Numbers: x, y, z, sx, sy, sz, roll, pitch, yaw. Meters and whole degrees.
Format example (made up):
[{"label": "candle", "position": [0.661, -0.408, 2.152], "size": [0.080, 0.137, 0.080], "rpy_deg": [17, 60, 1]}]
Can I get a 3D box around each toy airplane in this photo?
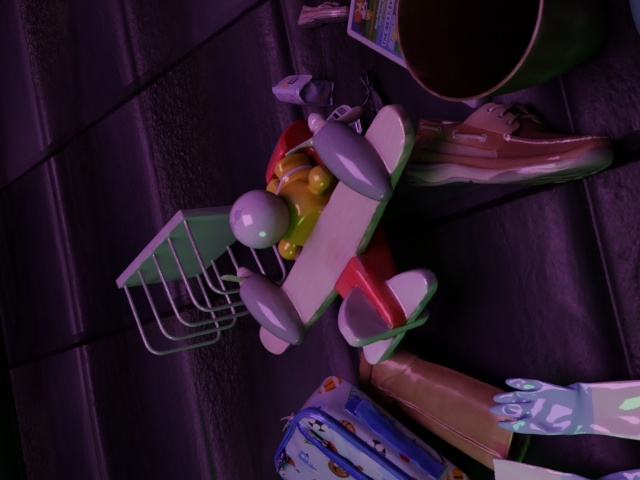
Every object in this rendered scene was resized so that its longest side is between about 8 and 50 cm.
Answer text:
[{"label": "toy airplane", "position": [0.000, 0.000, 1.318], "size": [0.384, 0.273, 0.385], "rpy_deg": [8, 91, 63]}]

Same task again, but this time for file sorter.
[{"label": "file sorter", "position": [-0.220, 0.075, 1.703], "size": [0.278, 0.193, 0.173], "rpy_deg": [-41, 66, 42]}]

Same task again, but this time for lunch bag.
[{"label": "lunch bag", "position": [-0.029, -0.256, 1.533], "size": [0.071, 0.083, 0.053], "rpy_deg": [13, 104, 48]}, {"label": "lunch bag", "position": [0.071, 0.351, 1.367], "size": [0.303, 0.115, 0.243], "rpy_deg": [36, 141, 9]}]

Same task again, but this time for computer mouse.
[{"label": "computer mouse", "position": [0.040, -0.188, 1.497], "size": [0.193, 0.042, 0.106], "rpy_deg": [-39, 70, 37]}]

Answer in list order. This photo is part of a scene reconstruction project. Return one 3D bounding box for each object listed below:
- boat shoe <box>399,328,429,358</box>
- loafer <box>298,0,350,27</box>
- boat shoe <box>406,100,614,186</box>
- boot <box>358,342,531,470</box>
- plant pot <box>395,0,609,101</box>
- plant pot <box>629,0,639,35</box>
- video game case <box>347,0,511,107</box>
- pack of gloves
[{"label": "boat shoe", "position": [0.122, 0.138, 1.437], "size": [0.142, 0.049, 0.040], "rpy_deg": [49, 122, 25]}, {"label": "loafer", "position": [0.006, -0.387, 1.513], "size": [0.125, 0.045, 0.039], "rpy_deg": [4, 90, 51]}, {"label": "boat shoe", "position": [0.241, -0.133, 1.221], "size": [0.325, 0.123, 0.116], "rpy_deg": [2, 93, 46]}, {"label": "boot", "position": [0.176, 0.280, 1.353], "size": [0.270, 0.089, 0.236], "rpy_deg": [25, 133, 33]}, {"label": "plant pot", "position": [0.250, -0.278, 1.110], "size": [0.215, 0.231, 0.215], "rpy_deg": [8, 100, 48]}, {"label": "plant pot", "position": [0.434, -0.272, 0.895], "size": [0.290, 0.195, 0.290], "rpy_deg": [9, 105, 36]}, {"label": "video game case", "position": [0.161, -0.399, 1.290], "size": [0.300, 0.036, 0.328], "rpy_deg": [40, 136, 38]}, {"label": "pack of gloves", "position": [0.330, 0.277, 1.160], "size": [0.232, 0.046, 0.194], "rpy_deg": [-3, 97, 26]}]
